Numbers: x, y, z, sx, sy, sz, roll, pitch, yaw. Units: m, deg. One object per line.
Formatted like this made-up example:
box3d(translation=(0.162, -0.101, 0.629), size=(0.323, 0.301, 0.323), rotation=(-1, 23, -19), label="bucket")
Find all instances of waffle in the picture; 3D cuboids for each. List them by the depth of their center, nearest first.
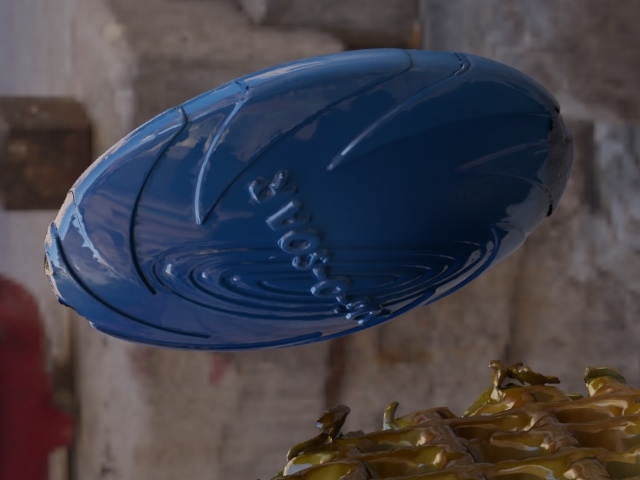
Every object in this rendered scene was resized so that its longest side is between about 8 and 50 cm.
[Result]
box3d(translation=(0.102, 0.120, 0.800), size=(0.302, 0.325, 0.068), rotation=(3, 103, 40), label="waffle")

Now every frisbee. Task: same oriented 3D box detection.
box3d(translation=(0.000, 0.000, 0.790), size=(0.242, 0.242, 0.045), rotation=(115, 144, -57), label="frisbee")
